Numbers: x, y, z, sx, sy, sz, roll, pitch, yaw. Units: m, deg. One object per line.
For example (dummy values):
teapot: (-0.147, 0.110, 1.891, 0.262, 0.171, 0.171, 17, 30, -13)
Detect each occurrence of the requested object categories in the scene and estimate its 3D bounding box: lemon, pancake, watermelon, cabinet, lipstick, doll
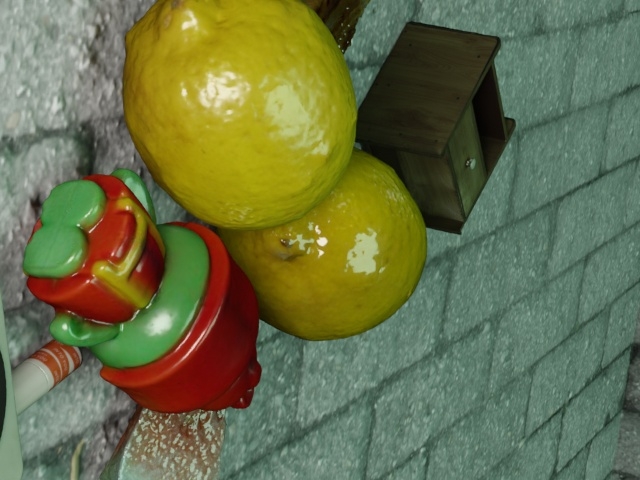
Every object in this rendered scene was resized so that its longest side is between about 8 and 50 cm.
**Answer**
lemon: (0.002, 0.000, 1.731, 0.236, 0.236, 0.263, -64, 154, -25)
pancake: (0.017, -0.233, 1.850, 0.266, 0.057, 0.244, -35, 133, -56)
watermelon: (-0.161, 0.177, 1.672, 0.154, 0.094, 0.241, 35, 69, -52)
lemon: (-0.080, -0.135, 1.503, 0.233, 0.233, 0.288, -60, 142, -31)
cabinet: (0.158, -0.150, 2.074, 0.215, 0.148, 0.175, -60, 150, -29)
lipstick: (-0.278, 0.136, 1.443, 0.131, 0.038, 0.038, -40, 137, -51)
doll: (-0.147, 0.074, 1.509, 0.363, 0.160, 0.182, 54, 42, -51)

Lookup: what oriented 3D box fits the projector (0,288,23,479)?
projector: (-0.355, 0.155, 1.245, 0.257, 0.079, 0.259, -41, 137, -50)
